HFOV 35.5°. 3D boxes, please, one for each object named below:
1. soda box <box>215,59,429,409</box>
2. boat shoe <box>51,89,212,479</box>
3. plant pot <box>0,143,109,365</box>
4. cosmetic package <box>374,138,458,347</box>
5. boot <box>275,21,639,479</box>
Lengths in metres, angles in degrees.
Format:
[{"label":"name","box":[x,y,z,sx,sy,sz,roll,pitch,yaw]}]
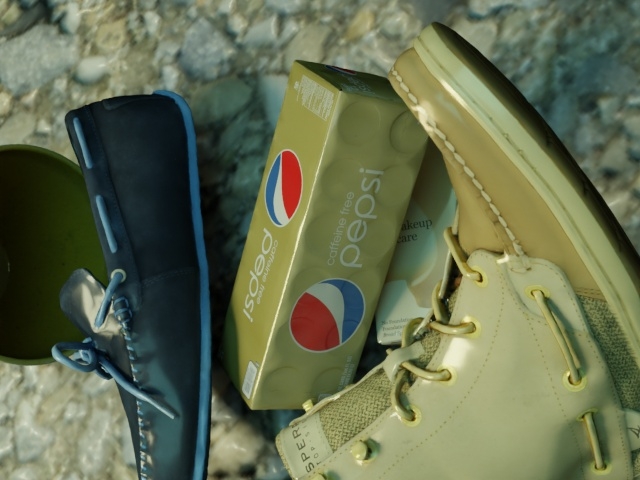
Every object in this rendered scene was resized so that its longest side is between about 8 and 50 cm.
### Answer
[{"label":"soda box","box":[0.000,0.000,0.541,0.058,0.061,0.181,45,123,54]},{"label":"boat shoe","box":[-0.113,0.037,0.597,0.089,0.109,0.258,-3,63,-12]},{"label":"plant pot","box":[-0.207,0.014,0.633,0.095,0.134,0.134,-11,75,44]},{"label":"cosmetic package","box":[0.059,0.000,0.571,0.060,0.041,0.115,-11,77,19]},{"label":"boot","box":[0.055,0.048,0.483,0.203,0.095,0.262,-31,115,16]}]
